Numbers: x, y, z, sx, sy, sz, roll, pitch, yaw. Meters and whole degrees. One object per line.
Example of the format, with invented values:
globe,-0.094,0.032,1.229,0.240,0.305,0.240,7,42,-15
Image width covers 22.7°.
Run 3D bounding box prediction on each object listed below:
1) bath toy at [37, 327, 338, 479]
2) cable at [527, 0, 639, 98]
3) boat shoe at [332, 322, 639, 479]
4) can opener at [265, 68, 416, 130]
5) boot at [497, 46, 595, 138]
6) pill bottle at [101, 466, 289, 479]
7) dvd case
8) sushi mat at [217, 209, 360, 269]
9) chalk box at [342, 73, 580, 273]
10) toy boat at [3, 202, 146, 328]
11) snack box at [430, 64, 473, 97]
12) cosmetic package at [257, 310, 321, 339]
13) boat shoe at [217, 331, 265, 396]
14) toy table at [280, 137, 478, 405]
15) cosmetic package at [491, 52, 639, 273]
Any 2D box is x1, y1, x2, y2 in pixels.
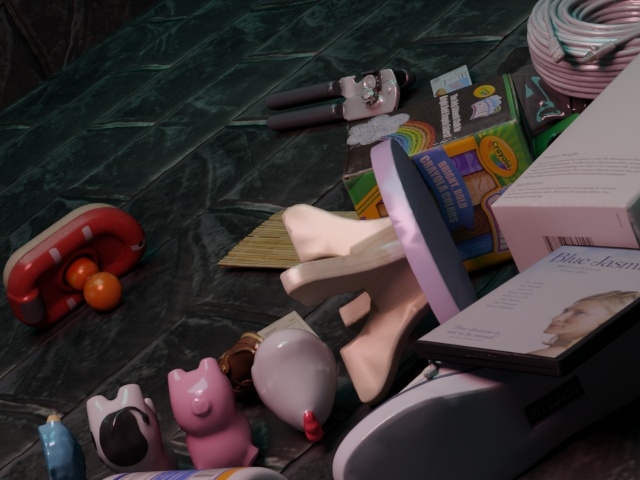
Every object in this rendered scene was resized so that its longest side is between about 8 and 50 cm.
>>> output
bath toy,-0.136,0.219,1.790,0.348,0.151,0.129,-22,57,3
cable,0.405,-0.281,2.124,0.257,0.089,0.257,-14,30,-3
boat shoe,0.163,0.145,1.601,0.367,0.135,0.156,-29,23,-11
can opener,0.030,-0.230,2.660,0.280,0.074,0.093,-7,-5,36
boot,0.314,-0.171,2.151,0.223,0.118,0.338,2,42,38
pill bottle,-0.154,0.306,1.586,0.272,0.152,0.152,-10,28,38
dvd case,0.239,0.063,1.565,0.180,0.022,0.253,3,25,46
sushi mat,0.000,0.000,2.240,0.317,0.019,0.151,1,35,49
chalk box,0.193,-0.080,1.985,0.289,0.179,0.180,-17,24,11
toy boat,-0.354,0.053,2.410,0.231,0.151,0.151,-38,55,-23
snack box,0.210,-0.226,2.488,0.064,0.022,0.178,-23,23,9
cosmetic package,-0.031,0.133,1.961,0.060,0.041,0.115,-30,22,-6
boat shoe,-0.094,0.158,1.909,0.060,0.064,0.178,-50,4,-25
toy table,0.070,0.039,1.822,0.161,0.252,0.274,-28,56,13
cosmetic package,0.387,-0.083,1.811,0.197,0.155,0.365,2,36,49
